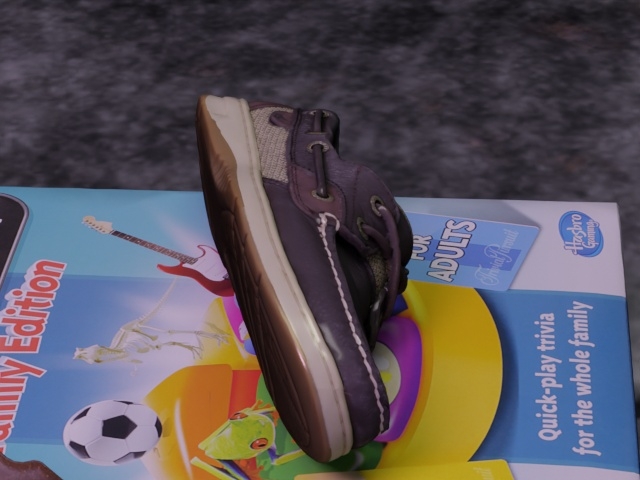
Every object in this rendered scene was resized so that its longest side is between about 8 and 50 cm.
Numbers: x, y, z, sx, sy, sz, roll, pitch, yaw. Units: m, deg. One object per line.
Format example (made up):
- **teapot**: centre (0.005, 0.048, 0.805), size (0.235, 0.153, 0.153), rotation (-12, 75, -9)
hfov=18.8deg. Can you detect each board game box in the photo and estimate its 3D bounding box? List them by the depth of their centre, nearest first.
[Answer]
- **board game box**: centre (-0.043, 0.079, 0.784), size (0.336, 0.079, 0.254), rotation (2, 35, 4)

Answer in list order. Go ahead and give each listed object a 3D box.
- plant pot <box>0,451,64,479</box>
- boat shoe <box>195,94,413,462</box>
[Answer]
- **plant pot**: centre (-0.152, 0.134, 0.587), size (0.167, 0.167, 0.165), rotation (20, 64, 27)
- **boat shoe**: centre (0.000, 0.001, 0.756), size (0.073, 0.080, 0.223), rotation (-12, 31, -8)
